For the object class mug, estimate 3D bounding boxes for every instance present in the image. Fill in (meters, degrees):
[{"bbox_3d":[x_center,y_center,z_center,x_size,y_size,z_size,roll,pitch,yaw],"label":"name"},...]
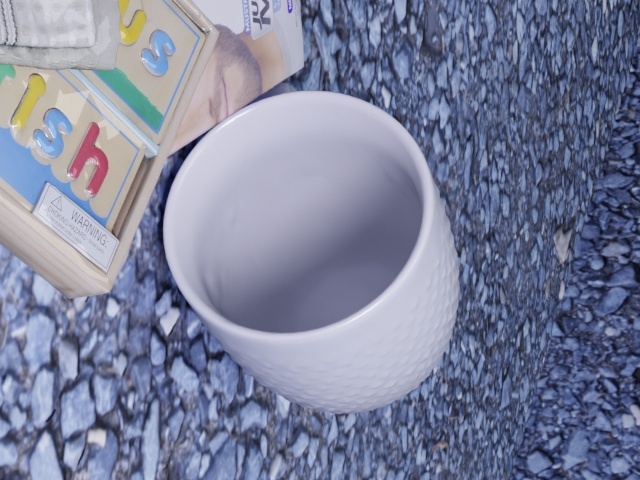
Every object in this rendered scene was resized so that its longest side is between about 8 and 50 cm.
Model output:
[{"bbox_3d":[0.000,0.000,1.784,0.328,0.276,0.374,61,9,-61],"label":"mug"}]

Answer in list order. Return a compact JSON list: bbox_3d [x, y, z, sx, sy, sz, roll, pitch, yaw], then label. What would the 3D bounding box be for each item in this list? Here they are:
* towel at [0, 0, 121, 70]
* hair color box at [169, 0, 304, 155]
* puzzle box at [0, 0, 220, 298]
[{"bbox_3d":[-0.259,-0.279,1.137,0.324,0.056,0.312,-1,84,-52],"label":"towel"},{"bbox_3d":[-0.131,-0.210,1.587,0.339,0.110,0.185,-41,132,-56],"label":"hair color box"},{"bbox_3d":[-0.252,-0.180,1.213,0.409,0.052,0.272,44,51,-37],"label":"puzzle box"}]
